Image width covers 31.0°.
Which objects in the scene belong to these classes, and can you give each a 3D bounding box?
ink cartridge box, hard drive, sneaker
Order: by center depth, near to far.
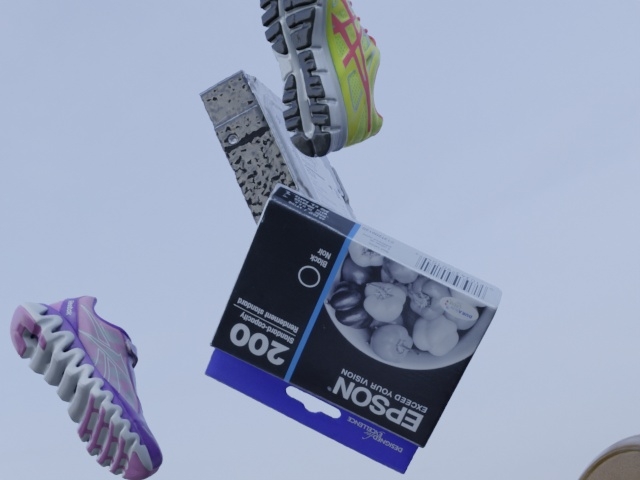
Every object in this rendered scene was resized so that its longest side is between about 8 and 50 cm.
[{"bbox_3d":[0.016,0.087,0.970,0.045,0.206,0.208,-54,-12,-62],"label":"ink cartridge box"},{"bbox_3d":[0.009,-0.180,1.034,0.094,0.209,0.081,-8,3,-38],"label":"sneaker"},{"bbox_3d":[0.000,0.000,1.239,0.064,0.339,0.237,-29,-18,11],"label":"hard drive"},{"bbox_3d":[-0.234,0.150,1.261,0.104,0.236,0.095,-25,-20,-42],"label":"sneaker"}]

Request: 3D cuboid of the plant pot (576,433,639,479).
[{"bbox_3d":[0.359,0.333,1.341,0.032,0.236,0.236,25,-41,-27],"label":"plant pot"}]
